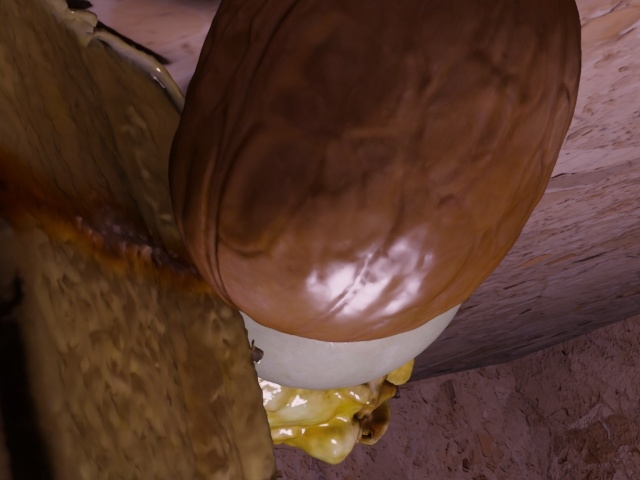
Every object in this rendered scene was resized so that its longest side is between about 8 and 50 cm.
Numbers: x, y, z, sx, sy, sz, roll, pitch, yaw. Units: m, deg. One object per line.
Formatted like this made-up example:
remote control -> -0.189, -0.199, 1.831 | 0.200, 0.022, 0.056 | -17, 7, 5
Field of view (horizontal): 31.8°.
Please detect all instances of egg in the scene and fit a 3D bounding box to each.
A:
egg -> 0.000, 0.000, 0.707 | 0.186, 0.187, 0.253 | -8, 164, -25

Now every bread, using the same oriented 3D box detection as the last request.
bread -> -0.103, 0.010, 0.485 | 0.198, 0.263, 0.236 | -12, 167, -19

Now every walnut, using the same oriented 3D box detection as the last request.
walnut -> 0.022, -0.054, 0.495 | 0.167, 0.207, 0.167 | 25, -174, -3

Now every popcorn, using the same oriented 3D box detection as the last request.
popcorn -> -0.039, 0.105, 1.085 | 0.252, 0.215, 0.286 | -1, 176, 22
